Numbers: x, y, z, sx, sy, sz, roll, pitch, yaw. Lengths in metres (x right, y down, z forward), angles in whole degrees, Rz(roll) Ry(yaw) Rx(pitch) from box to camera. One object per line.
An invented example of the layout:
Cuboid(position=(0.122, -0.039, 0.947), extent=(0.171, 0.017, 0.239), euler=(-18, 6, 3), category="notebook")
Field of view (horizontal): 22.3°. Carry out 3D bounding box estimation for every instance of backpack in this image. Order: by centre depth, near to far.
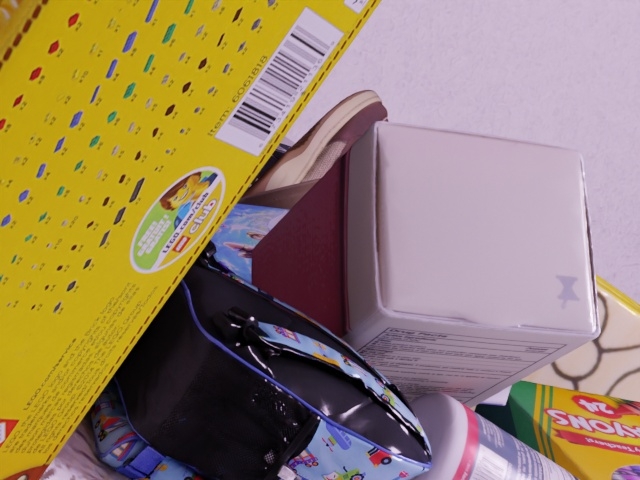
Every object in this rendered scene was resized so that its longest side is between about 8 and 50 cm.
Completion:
Cuboid(position=(-0.030, 0.098, 0.913), extent=(0.173, 0.117, 0.158), euler=(32, 7, -23), category="backpack")

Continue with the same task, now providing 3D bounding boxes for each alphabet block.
Cuboid(position=(0.253, 0.129, 1.735), extent=(0.192, 0.197, 0.193), euler=(35, 7, -8), category="alphabet block")

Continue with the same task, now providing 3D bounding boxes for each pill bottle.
Cuboid(position=(0.120, 0.188, 1.072), extent=(0.180, 0.108, 0.108), euler=(34, 7, -19), category="pill bottle")

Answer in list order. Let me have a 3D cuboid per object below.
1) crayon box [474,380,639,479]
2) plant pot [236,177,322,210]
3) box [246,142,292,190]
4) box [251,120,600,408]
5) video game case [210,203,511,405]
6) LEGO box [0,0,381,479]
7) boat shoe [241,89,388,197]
Cuboid(position=(0.283, 0.231, 1.443), extent=(0.202, 0.081, 0.318), euler=(12, 16, -23), category="crayon box")
Cuboid(position=(0.000, 0.000, 1.545), extent=(0.237, 0.237, 0.110), euler=(-5, 82, -80), category="plant pot")
Cuboid(position=(0.056, 0.001, 2.074), extent=(0.318, 0.097, 0.395), euler=(35, 8, 18), category="box")
Cuboid(position=(0.059, 0.031, 1.064), extent=(0.148, 0.127, 0.232), euler=(7, -23, -20), category="box")
Cuboid(position=(-0.002, 0.041, 1.306), extent=(0.244, 0.061, 0.269), euler=(8, 17, -20), category="video game case")
Cuboid(position=(-0.160, -0.182, 0.581), extent=(0.372, 0.500, 0.193), euler=(38, 7, 21), category="LEGO box")
Cuboid(position=(0.007, -0.057, 1.812), extent=(0.123, 0.123, 0.342), euler=(46, 34, -2), category="boat shoe")
